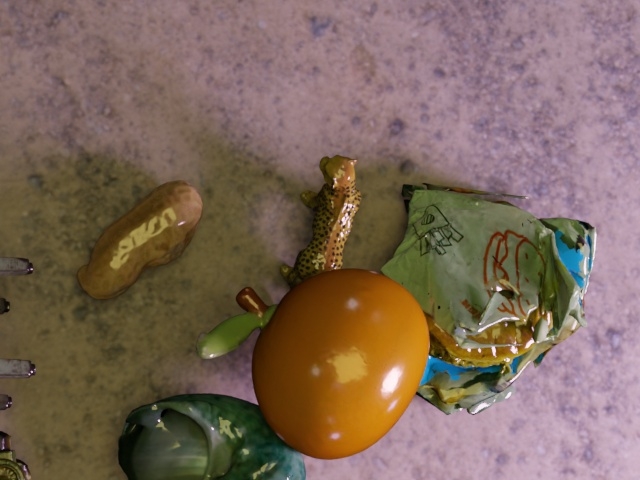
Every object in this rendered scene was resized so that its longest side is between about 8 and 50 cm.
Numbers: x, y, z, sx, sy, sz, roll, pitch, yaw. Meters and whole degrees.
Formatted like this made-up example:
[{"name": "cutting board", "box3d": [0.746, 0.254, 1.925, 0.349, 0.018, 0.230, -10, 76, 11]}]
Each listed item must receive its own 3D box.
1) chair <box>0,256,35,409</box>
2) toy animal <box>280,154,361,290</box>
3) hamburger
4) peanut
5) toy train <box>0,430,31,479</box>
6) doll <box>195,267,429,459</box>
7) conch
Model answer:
[{"name": "chair", "box3d": [-0.449, 0.097, 1.652, 0.270, 0.147, 0.136, 5, 67, -22]}, {"name": "toy animal", "box3d": [0.000, 0.000, 1.796, 0.073, 0.136, 0.181, 22, 80, -6]}, {"name": "hamburger", "box3d": [0.186, 0.064, 1.820, 0.260, 0.150, 0.276, 26, 78, -6]}, {"name": "peanut", "box3d": [-0.202, 0.002, 1.787, 0.174, 0.080, 0.080, -42, 92, -11]}, {"name": "toy train", "box3d": [-0.383, 0.322, 1.698, 0.137, 0.090, 0.226, -3, 83, -5]}, {"name": "doll", "box3d": [-0.002, 0.114, 1.700, 0.236, 0.213, 0.213, 33, 77, -5]}, {"name": "conch", "box3d": [-0.111, 0.267, 1.742, 0.196, 0.134, 0.202, -11, 87, 18]}]
